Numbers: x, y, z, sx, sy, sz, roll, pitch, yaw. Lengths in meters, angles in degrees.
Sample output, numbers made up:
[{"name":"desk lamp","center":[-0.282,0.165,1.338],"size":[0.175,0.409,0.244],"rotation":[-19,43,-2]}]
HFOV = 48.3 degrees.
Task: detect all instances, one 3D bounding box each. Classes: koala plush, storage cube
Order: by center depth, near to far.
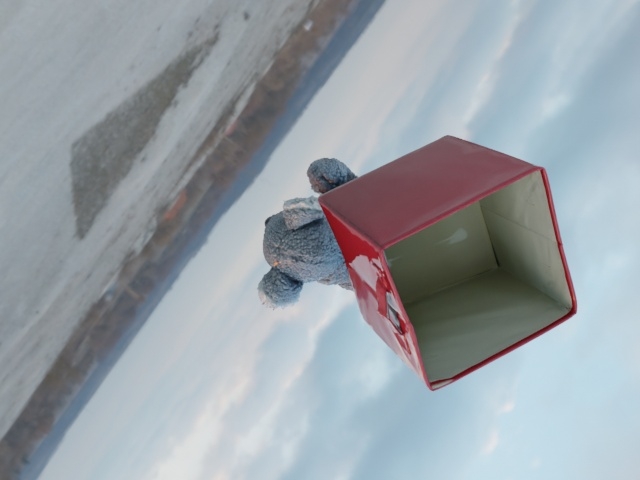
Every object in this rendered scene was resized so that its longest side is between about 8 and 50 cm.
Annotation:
[{"name":"storage cube","center":[0.137,0.014,0.798],"size":[0.215,0.184,0.193],"rotation":[-27,-155,-10]},{"name":"koala plush","center":[0.000,0.000,1.019],"size":[0.221,0.203,0.196],"rotation":[-8,126,-59]}]
